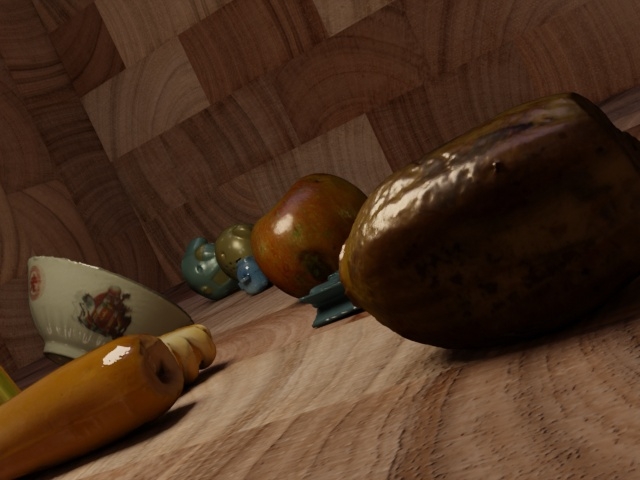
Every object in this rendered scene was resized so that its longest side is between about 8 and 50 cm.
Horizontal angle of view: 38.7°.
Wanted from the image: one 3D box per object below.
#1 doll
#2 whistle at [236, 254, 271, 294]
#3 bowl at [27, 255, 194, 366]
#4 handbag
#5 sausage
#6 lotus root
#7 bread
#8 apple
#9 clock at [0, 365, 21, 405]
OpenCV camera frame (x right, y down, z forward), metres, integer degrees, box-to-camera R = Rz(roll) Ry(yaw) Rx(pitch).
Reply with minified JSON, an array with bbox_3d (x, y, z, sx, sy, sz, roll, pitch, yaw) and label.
[{"bbox_3d":[-0.232,0.051,2.400,0.261,0.177,0.161,-25,35,33],"label":"doll"},{"bbox_3d":[-0.129,0.069,2.211,0.180,0.093,0.269,-32,-5,25],"label":"whistle"},{"bbox_3d":[-0.421,0.168,1.715,0.337,0.337,0.157,-19,48,58],"label":"bowl"},{"bbox_3d":[0.084,0.045,1.321,0.179,0.062,0.229,-26,3,33],"label":"handbag"},{"bbox_3d":[-0.338,0.230,1.142,0.354,0.116,0.134,-28,13,16],"label":"sausage"},{"bbox_3d":[0.149,-0.009,0.772,0.291,0.193,0.193,-27,2,33],"label":"lotus root"},{"bbox_3d":[-0.224,0.177,1.280,0.119,0.084,0.177,-19,7,46],"label":"bread"},{"bbox_3d":[0.000,0.000,1.603,0.237,0.207,0.237,-44,1,1],"label":"apple"},{"bbox_3d":[-0.515,0.267,1.272,0.202,0.143,0.096,-33,25,-6],"label":"clock"}]
